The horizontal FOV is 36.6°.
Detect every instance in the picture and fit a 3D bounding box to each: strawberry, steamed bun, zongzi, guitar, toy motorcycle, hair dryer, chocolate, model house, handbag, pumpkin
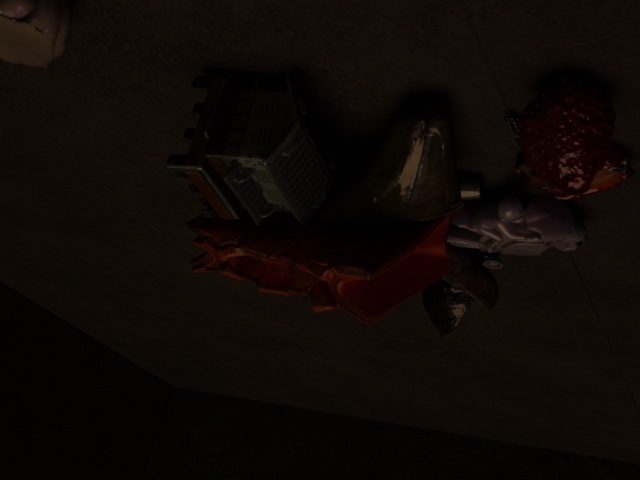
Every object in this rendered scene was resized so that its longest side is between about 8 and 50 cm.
[{"bbox_3d":[0.338,-0.145,1.341,0.131,0.148,0.131,15,158,6],"label":"strawberry"},{"bbox_3d":[-0.460,-0.345,1.474,0.183,0.106,0.183,12,162,4],"label":"steamed bun"},{"bbox_3d":[0.093,-0.117,1.542,0.256,0.115,0.228,-6,138,9],"label":"zongzi"},{"bbox_3d":[0.337,-0.134,1.540,0.088,0.025,0.233,1,153,32],"label":"guitar"},{"bbox_3d":[0.334,-0.030,1.690,0.260,0.110,0.171,5,155,16],"label":"toy motorcycle"},{"bbox_3d":[0.419,-0.108,1.511,0.104,0.048,0.152,20,154,-36],"label":"strawberry"},{"bbox_3d":[0.212,-0.119,1.641,0.106,0.054,0.154,1,150,23],"label":"hair dryer"},{"bbox_3d":[0.237,0.024,1.844,0.254,0.080,0.157,36,179,36],"label":"chocolate"},{"bbox_3d":[-0.103,-0.147,1.580,0.215,0.198,0.224,4,155,18],"label":"model house"},{"bbox_3d":[0.000,0.000,1.693,0.410,0.303,0.116,14,119,36],"label":"handbag"},{"bbox_3d":[0.260,0.093,1.970,0.111,0.163,0.278,22,156,-9],"label":"pumpkin"}]
